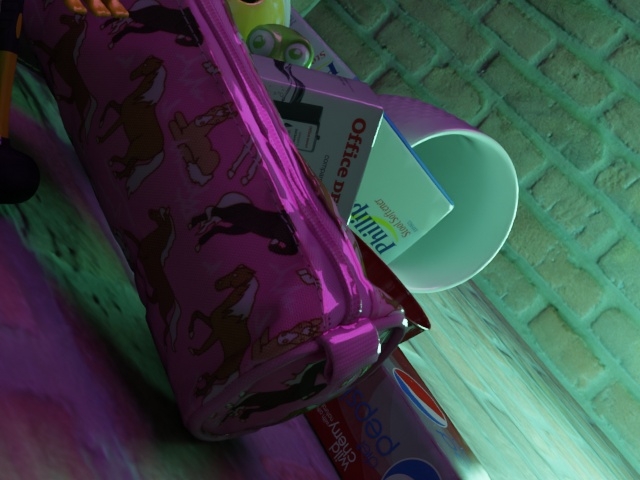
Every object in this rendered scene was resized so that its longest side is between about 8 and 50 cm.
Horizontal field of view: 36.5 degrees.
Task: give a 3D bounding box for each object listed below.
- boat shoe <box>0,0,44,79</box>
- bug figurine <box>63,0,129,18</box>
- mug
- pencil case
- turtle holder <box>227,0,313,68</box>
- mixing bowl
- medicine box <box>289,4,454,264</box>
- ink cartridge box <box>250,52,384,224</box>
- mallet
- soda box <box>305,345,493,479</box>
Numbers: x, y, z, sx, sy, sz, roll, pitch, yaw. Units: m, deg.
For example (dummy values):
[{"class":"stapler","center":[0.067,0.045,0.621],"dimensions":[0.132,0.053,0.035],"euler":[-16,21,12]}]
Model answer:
[{"class":"boat shoe","center":[-0.319,-0.231,0.801],"dimensions":[0.116,0.097,0.324],"euler":[-6,-42,48]},{"class":"bug figurine","center":[-0.225,-0.242,0.577],"dimensions":[0.279,0.072,0.216],"euler":[46,32,21]},{"class":"mug","center":[0.081,-0.109,1.593],"dimensions":[0.374,0.276,0.328],"euler":[6,21,-26]},{"class":"pencil case","center":[-0.084,-0.055,0.670],"dimensions":[0.167,0.160,0.386],"euler":[71,-6,-70]},{"class":"turtle holder","center":[-0.146,-0.237,1.033],"dimensions":[0.243,0.227,0.320],"euler":[23,23,-19]},{"class":"mixing bowl","center":[0.021,0.059,1.036],"dimensions":[0.181,0.098,0.181],"euler":[45,10,-10]},{"class":"medicine box","center":[0.001,-0.143,1.267],"dimensions":[0.263,0.149,0.289],"euler":[45,7,-46]},{"class":"ink cartridge box","center":[-0.063,-0.088,0.887],"dimensions":[0.208,0.153,0.087],"euler":[11,22,-14]},{"class":"mallet","center":[-0.210,-0.117,0.633],"dimensions":[0.039,0.190,0.062],"euler":[6,7,12]},{"class":"soda box","center":[0.075,0.187,0.791],"dimensions":[0.092,0.083,0.263],"euler":[34,16,-46]}]
